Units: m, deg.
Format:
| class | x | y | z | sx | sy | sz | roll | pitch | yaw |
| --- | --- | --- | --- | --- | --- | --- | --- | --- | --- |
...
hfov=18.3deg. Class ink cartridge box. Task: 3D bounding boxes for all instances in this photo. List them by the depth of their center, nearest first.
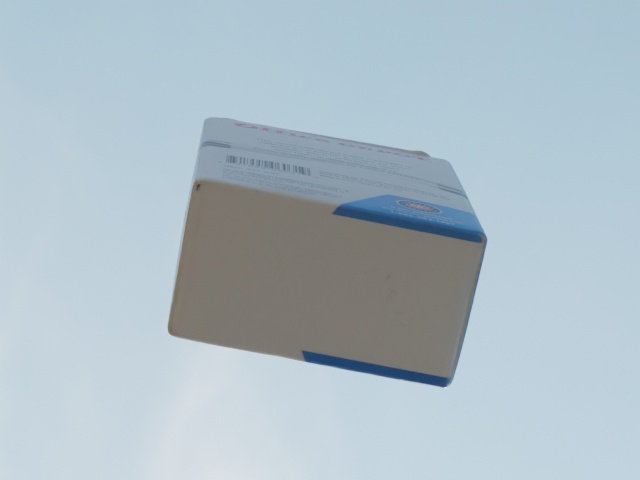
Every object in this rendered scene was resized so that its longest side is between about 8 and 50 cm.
| class | x | y | z | sx | sy | sz | roll | pitch | yaw |
| --- | --- | --- | --- | --- | --- | --- | --- | --- | --- |
| ink cartridge box | 0.000 | 0.000 | 1.063 | 0.148 | 0.203 | 0.086 | 10 | -79 | -3 |
